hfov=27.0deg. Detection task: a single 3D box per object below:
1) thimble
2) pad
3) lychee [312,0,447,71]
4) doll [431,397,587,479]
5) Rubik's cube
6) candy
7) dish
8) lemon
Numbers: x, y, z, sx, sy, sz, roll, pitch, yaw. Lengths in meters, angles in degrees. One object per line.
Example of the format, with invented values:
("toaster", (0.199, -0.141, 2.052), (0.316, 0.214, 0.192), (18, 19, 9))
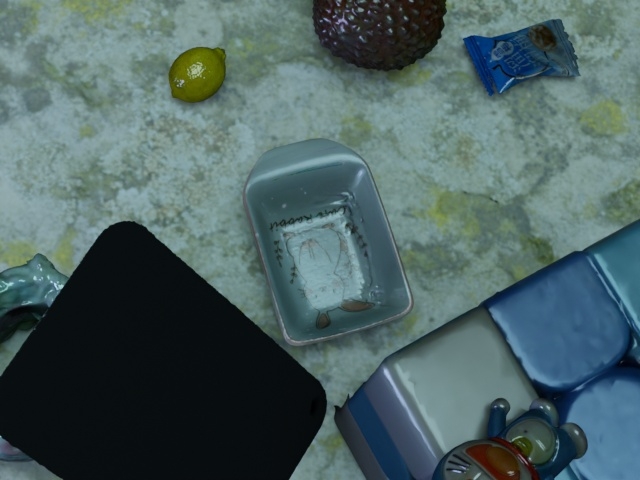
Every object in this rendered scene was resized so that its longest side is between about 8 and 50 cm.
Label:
("thimble", (-0.309, 0.127, 1.401), (0.185, 0.149, 0.211), (14, 74, 0))
("pad", (-0.183, 0.192, 1.364), (0.375, 0.063, 0.315), (46, 68, -35))
("lychee", (0.055, -0.284, 1.549), (0.197, 0.165, 0.165), (23, 73, -16))
("doll", (0.151, 0.196, 1.107), (0.152, 0.085, 0.114), (-33, 57, -23))
("Rubik's cube", (0.255, 0.219, 1.333), (0.346, 0.347, 0.344), (-28, 80, -12))
("candy", (0.250, -0.223, 1.619), (0.136, 0.038, 0.088), (-13, 63, -17))
("dish", (0.000, 0.000, 1.513), (0.154, 0.064, 0.234), (-15, 77, -10))
("lemon", (-0.142, -0.196, 1.554), (0.062, 0.062, 0.083), (43, 82, 7))
